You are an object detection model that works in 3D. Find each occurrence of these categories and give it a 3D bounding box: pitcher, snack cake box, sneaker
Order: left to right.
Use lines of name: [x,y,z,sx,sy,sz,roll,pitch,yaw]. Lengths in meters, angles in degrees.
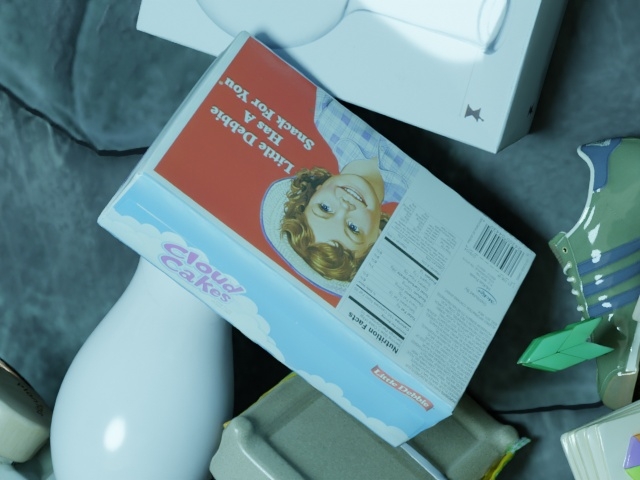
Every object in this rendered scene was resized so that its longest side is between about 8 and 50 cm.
pitcher: [-0.122,0.097,1.427,0.125,0.178,0.207,19,80,-9]
snack cake box: [0.000,0.000,1.341,0.264,0.152,0.089,38,146,-8]
sneaker: [0.200,0.019,1.361,0.086,0.064,0.192,14,101,19]

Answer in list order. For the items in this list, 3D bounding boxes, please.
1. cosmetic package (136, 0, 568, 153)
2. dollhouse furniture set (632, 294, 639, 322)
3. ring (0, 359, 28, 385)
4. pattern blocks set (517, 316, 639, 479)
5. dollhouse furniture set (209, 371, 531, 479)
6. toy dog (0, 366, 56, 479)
cosmetic package: [0.054,-0.283,1.335,0.284,0.097,0.377,19,108,14]
dollhouse furniture set: [0.347,-0.096,1.156,0.198,0.286,0.303,21,115,11]
ring: [-0.348,0.231,1.650,0.336,0.032,0.336,5,103,21]
pattern blocks set: [0.256,0.187,1.303,0.285,0.026,0.325,-30,94,-13]
dollhouse furniture set: [0.063,0.227,1.410,0.301,0.197,0.151,42,135,13]
toy dog: [-0.193,0.226,1.523,0.220,0.161,0.333,-31,107,7]
